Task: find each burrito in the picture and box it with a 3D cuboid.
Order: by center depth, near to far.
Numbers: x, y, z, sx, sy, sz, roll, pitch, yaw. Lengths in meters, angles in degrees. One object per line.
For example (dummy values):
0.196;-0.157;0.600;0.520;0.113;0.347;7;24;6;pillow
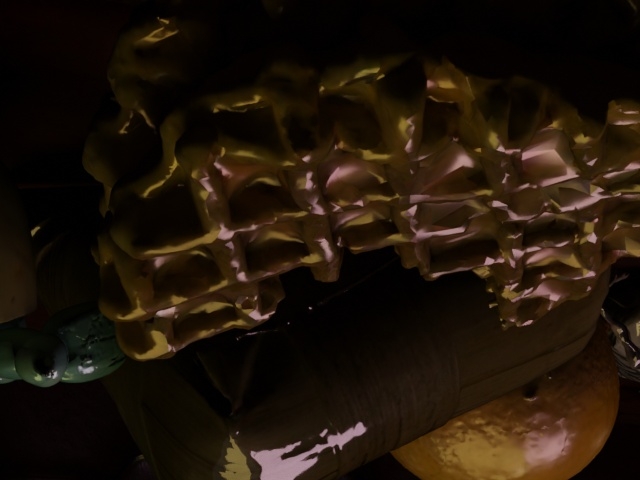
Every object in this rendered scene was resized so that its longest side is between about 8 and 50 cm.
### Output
0.418;0.120;1.463;0.139;0.101;0.445;4;170;19;burrito

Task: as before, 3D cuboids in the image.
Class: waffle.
0.040;-0.046;0.609;0.324;0.151;0.261;-5;149;-22;waffle

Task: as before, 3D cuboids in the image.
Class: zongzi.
0.000;-0.018;1.036;0.500;0.467;0.218;-21;136;-25;zongzi

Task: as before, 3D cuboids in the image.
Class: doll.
-0.235;0.083;0.802;0.159;0.059;0.158;-4;-173;20;doll

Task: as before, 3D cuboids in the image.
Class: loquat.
0.191;0.144;1.247;0.274;0.275;0.275;3;167;1;loquat

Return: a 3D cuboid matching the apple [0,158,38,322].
-0.394;0.027;0.816;0.360;0.312;0.320;-6;140;-21;apple
